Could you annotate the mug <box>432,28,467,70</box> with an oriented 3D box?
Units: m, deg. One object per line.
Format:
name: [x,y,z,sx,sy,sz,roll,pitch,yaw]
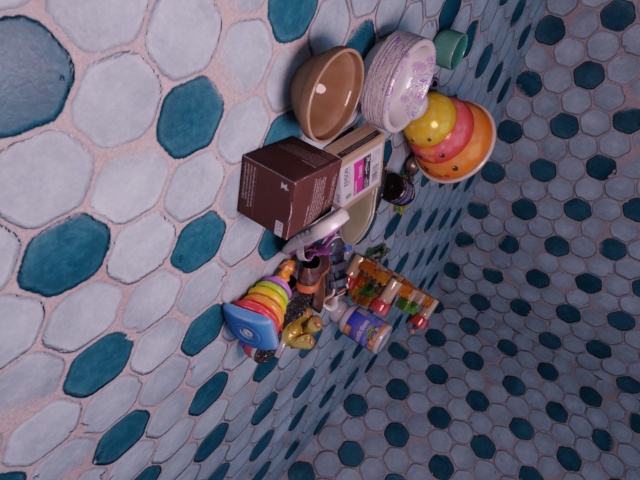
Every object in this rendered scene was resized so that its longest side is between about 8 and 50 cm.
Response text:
mug: [0.459,-0.688,1.804,0.129,0.097,0.158,-44,153,-34]

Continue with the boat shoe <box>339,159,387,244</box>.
boat shoe: [0.165,-0.147,1.800,0.113,0.127,0.341,-6,110,-60]

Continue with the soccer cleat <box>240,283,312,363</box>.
soccer cleat: [-0.146,0.250,1.638,0.318,0.116,0.109,-55,139,-10]

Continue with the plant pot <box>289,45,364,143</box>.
plant pot: [0.000,-0.371,1.221,0.237,0.109,0.237,-46,154,-30]

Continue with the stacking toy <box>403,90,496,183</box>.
stacking toy: [0.413,-0.441,1.857,0.479,0.350,0.351,19,101,-47]

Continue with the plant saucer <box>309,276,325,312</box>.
plant saucer: [-0.022,0.163,1.777,0.036,0.199,0.199,1,128,-13]

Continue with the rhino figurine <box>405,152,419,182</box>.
rhino figurine: [0.448,-0.376,2.181,0.243,0.073,0.106,-53,159,-20]

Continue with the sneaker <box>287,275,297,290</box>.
sneaker: [-0.120,0.185,1.702,0.089,0.051,0.170,-53,159,-27]

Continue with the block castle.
block castle: [0.291,0.250,2.189,0.453,0.303,0.213,25,98,-50]

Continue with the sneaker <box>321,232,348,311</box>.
sneaker: [0.051,0.127,1.876,0.126,0.127,0.321,-21,136,-37]

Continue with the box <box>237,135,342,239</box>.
box: [-0.077,-0.140,1.259,0.203,0.167,0.169,-33,146,-46]

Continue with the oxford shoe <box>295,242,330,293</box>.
oxford shoe: [-0.016,0.066,1.648,0.271,0.096,0.099,-74,171,-61]

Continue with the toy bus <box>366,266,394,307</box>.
toy bus: [0.304,0.235,2.547,0.220,0.149,0.211,-61,173,7]

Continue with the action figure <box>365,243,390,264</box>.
action figure: [0.281,0.071,2.385,0.232,0.063,0.137,-29,141,-55]

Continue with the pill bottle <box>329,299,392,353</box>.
pill bottle: [0.180,0.390,2.276,0.152,0.271,0.152,-46,154,-31]

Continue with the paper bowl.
paper bowl: [0.214,-0.481,1.482,0.284,0.148,0.284,-46,154,-30]

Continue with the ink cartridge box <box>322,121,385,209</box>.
ink cartridge box: [0.107,-0.231,1.589,0.193,0.088,0.235,-36,149,-23]

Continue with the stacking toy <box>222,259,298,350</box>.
stacking toy: [-0.155,0.172,1.532,0.166,0.175,0.302,85,27,-46]

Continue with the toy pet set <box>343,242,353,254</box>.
toy pet set: [0.112,0.008,1.952,0.114,0.065,0.122,-20,134,-57]

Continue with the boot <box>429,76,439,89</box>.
boot: [0.405,-0.581,1.833,0.190,0.086,0.069,-17,132,-58]

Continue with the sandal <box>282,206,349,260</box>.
sandal: [-0.013,0.008,1.448,0.169,0.102,0.416,-33,180,-14]

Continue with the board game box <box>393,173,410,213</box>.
board game box: [0.381,-0.213,2.270,0.092,0.043,0.181,-50,155,-24]

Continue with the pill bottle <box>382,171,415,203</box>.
pill bottle: [0.325,-0.208,2.062,0.123,0.122,0.219,-64,157,9]

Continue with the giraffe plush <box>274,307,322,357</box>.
giraffe plush: [-0.086,0.340,1.833,0.210,0.181,0.170,-50,164,-1]
